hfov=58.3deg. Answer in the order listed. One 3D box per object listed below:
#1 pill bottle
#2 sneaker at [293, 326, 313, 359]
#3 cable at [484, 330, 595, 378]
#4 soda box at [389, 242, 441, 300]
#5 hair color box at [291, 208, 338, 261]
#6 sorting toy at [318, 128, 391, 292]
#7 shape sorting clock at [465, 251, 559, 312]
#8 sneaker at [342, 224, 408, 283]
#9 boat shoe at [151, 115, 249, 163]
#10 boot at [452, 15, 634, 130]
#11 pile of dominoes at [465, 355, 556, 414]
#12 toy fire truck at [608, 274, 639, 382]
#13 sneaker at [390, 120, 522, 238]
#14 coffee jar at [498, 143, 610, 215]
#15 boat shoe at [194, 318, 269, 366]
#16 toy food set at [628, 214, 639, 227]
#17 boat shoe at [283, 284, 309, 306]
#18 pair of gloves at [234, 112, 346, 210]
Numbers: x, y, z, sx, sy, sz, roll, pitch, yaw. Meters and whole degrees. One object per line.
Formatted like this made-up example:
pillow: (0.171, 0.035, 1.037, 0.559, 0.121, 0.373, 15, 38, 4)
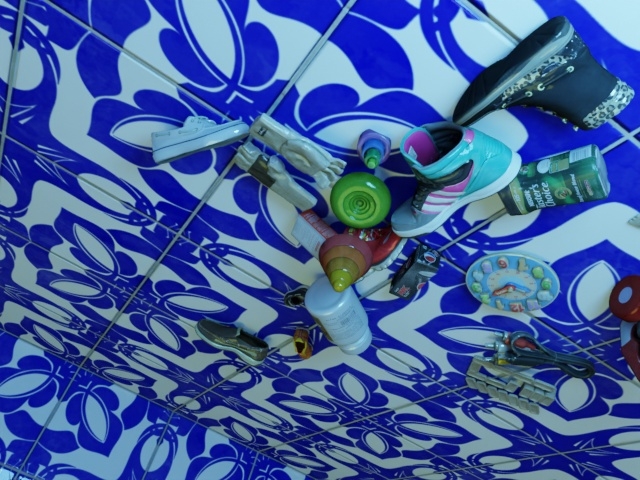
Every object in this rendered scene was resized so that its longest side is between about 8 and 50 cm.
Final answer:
pill bottle: (0.057, 0.209, 1.559, 0.131, 0.131, 0.229, -2, 139, 27)
sneaker: (-0.064, 0.342, 1.841, 0.064, 0.068, 0.175, 7, 144, 14)
cable: (0.584, 0.290, 1.509, 0.286, 0.072, 0.140, 6, 126, -2)
soda box: (0.226, 0.079, 1.379, 0.060, 0.053, 0.169, 23, 144, -4)
hair color box: (0.000, 0.000, 1.327, 0.141, 0.043, 0.072, 45, 137, 20)
sorting toy: (0.069, -0.034, 1.151, 0.126, 0.126, 0.366, 14, 123, 2)
shape sorting clock: (0.439, 0.101, 1.320, 0.206, 0.040, 0.206, 12, 143, 9)
sneaker: (0.106, 0.009, 1.310, 0.118, 0.107, 0.279, 43, 136, -8)
boat shoe: (-0.258, -0.223, 1.191, 0.226, 0.083, 0.076, -14, 94, 14)
boot: (0.345, -0.220, 0.913, 0.178, 0.085, 0.236, 31, 142, -18)
pile of dominoes: (0.558, 0.419, 1.698, 0.251, 0.040, 0.196, 20, 145, 13)
toy fire truck: (0.708, 0.180, 1.115, 0.169, 0.254, 0.302, 26, 143, -8)
sneaker: (0.199, -0.118, 1.074, 0.178, 0.124, 0.295, 33, 135, -24)
coffee jar: (0.412, -0.104, 1.035, 0.184, 0.079, 0.096, -12, 133, 37)
boat shoe: (-0.288, 0.317, 1.912, 0.257, 0.095, 0.095, 28, 120, -9)
toy food set: (0.665, -0.052, 1.018, 0.132, 0.039, 0.192, 23, 144, -4)
boat shoe: (-0.071, 0.167, 1.642, 0.046, 0.038, 0.125, 35, 141, -20)
pair of gloves: (-0.070, -0.159, 1.185, 0.204, 0.042, 0.240, 33, 154, -9)
